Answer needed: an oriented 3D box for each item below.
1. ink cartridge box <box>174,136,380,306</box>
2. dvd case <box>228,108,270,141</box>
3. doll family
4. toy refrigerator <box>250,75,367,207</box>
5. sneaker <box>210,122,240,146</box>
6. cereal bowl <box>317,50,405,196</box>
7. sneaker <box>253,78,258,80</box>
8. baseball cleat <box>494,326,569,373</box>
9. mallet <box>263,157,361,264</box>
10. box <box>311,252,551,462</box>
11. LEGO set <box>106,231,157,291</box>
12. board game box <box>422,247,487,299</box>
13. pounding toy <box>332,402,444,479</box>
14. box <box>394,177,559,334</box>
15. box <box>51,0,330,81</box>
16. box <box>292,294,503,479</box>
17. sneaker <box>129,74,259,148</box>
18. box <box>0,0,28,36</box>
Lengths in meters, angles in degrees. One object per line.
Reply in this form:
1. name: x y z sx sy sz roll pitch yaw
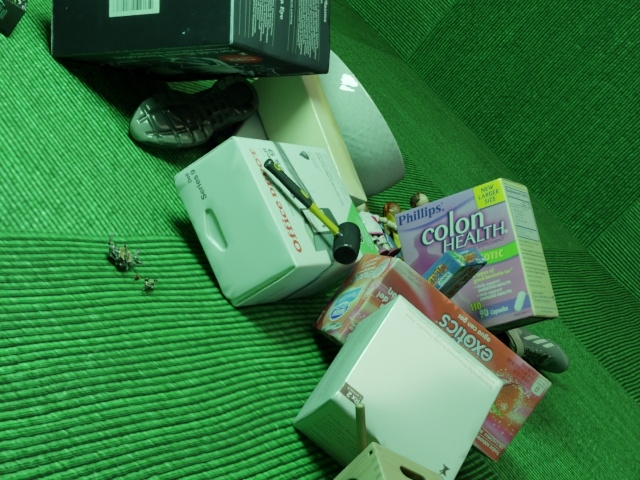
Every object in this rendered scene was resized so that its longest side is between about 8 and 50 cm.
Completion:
1. ink cartridge box: -0.056 -0.028 1.464 0.211 0.121 0.289 63 24 11
2. dvd case: -0.086 -0.124 1.700 0.180 0.022 0.253 54 23 -17
3. doll family: 0.127 -0.017 1.910 0.263 0.118 0.163 -4 54 -40
4. toy refrigerator: -0.021 -0.170 1.732 0.094 0.102 0.269 15 50 -62
5. sneaker: -0.149 -0.181 1.766 0.078 0.067 0.188 27 29 -49
6. cereal bowl: 0.010 -0.216 1.935 0.339 0.141 0.339 53 -7 9
7. sneaker: -0.164 -0.408 2.167 0.064 0.086 0.192 52 22 25
8. baseball cleat: 0.412 0.222 2.001 0.206 0.072 0.109 35 34 -7
9. mallet: -0.009 -0.049 1.387 0.189 0.039 0.062 49 28 -17
10. box: 0.155 0.162 1.426 0.300 0.142 0.154 39 -7 -14
11. LEGO set: -0.237 0.030 1.221 0.054 0.023 0.083 -3 62 -61
12. board game box: 0.165 0.094 1.572 0.035 0.201 0.136 48 21 17
13. pounding toy: 0.062 0.278 1.098 0.141 0.130 0.100 32 22 -27
14. box: 0.269 0.043 1.730 0.117 0.213 0.243 10 66 -56
15. box: -0.200 -0.368 1.612 0.343 0.179 0.312 2 2 28
16. box: 0.097 0.202 1.229 0.181 0.119 0.182 41 55 -5
17. sneaker: -0.213 -0.192 1.626 0.267 0.106 0.101 -24 87 -48
18. box: -0.489 -0.358 1.493 0.083 0.052 0.062 31 21 -27
